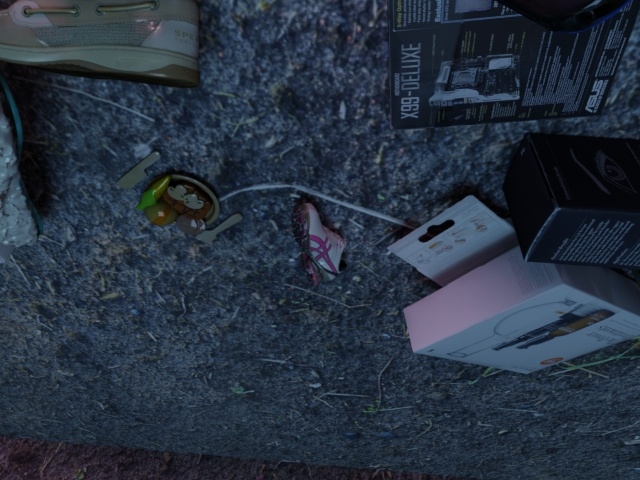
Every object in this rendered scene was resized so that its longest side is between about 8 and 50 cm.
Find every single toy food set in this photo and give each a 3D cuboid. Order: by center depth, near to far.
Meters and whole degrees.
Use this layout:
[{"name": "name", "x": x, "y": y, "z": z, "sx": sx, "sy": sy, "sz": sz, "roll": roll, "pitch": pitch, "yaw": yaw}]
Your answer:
[{"name": "toy food set", "x": -0.236, "y": -0.056, "z": 0.746, "sx": 0.133, "sy": 0.038, "sz": 0.192, "roll": -28, "pitch": 129, "yaw": 32}]

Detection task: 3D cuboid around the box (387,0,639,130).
[{"name": "box", "x": 0.187, "y": -0.263, "z": 0.438, "sx": 0.243, "sy": 0.076, "sz": 0.307, "roll": -2, "pitch": 138, "yaw": 9}]

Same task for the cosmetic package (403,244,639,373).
[{"name": "cosmetic package", "x": 0.388, "y": 0.142, "z": 0.811, "sx": 0.378, "sy": 0.097, "sz": 0.284, "roll": 18, "pitch": 141, "yaw": -33}]

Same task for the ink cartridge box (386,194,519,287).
[{"name": "ink cartridge box", "x": 0.256, "y": 0.011, "z": 0.766, "sx": 0.225, "sy": 0.056, "sz": 0.181, "roll": 33, "pitch": 132, "yaw": -23}]

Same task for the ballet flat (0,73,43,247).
[{"name": "ballet flat", "x": -0.486, "y": -0.090, "z": 0.609, "sx": 0.147, "sy": 0.146, "sz": 0.409, "roll": 21, "pitch": 148, "yaw": -17}]

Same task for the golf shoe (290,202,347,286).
[{"name": "golf shoe", "x": 0.000, "y": 0.000, "z": 0.777, "sx": 0.086, "sy": 0.067, "sz": 0.186, "roll": -22, "pitch": 138, "yaw": -9}]

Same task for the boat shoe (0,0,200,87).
[{"name": "boat shoe", "x": -0.279, "y": -0.241, "z": 0.506, "sx": 0.303, "sy": 0.109, "sz": 0.098, "roll": 10, "pitch": 103, "yaw": 11}]

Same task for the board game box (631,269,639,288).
[{"name": "board game box", "x": 0.560, "y": 0.061, "z": 0.697, "sx": 0.048, "sy": 0.170, "sz": 0.141, "roll": -5, "pitch": 137, "yaw": 13}]

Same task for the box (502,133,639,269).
[{"name": "box", "x": 0.378, "y": -0.053, "z": 0.601, "sx": 0.207, "sy": 0.153, "sz": 0.108, "roll": 5, "pitch": 139, "yaw": 2}]

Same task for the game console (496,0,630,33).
[{"name": "game console", "x": 0.155, "y": -0.310, "z": 0.231, "sx": 0.173, "sy": 0.250, "sz": 0.293, "roll": 28, "pitch": 119, "yaw": -35}]

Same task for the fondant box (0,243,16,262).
[{"name": "fondant box", "x": -0.734, "y": -0.056, "z": 0.757, "sx": 0.331, "sy": 0.096, "sz": 0.238, "roll": -5, "pitch": 138, "yaw": 10}]
